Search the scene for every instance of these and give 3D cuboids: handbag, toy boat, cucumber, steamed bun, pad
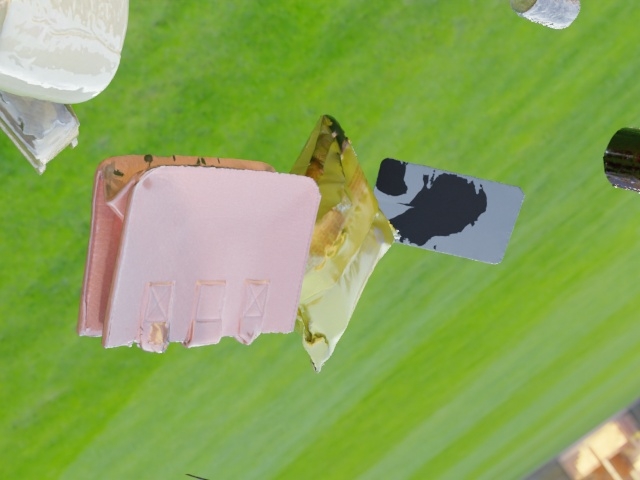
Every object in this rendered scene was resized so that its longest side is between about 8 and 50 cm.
[{"bbox_3d":[-0.098,0.011,1.002,0.212,0.059,0.157,-1,104,-49],"label":"handbag"},{"bbox_3d":[-0.479,-0.278,1.668,0.136,0.445,0.162,-42,-150,-19],"label":"toy boat"},{"bbox_3d":[0.322,-0.346,1.760,0.112,0.064,0.064,9,137,-41],"label":"cucumber"},{"bbox_3d":[-0.292,-0.259,1.146,0.155,0.250,0.200,-6,173,29],"label":"steamed bun"},{"bbox_3d":[0.132,-0.031,1.312,0.003,0.157,0.112,-76,179,-49],"label":"pad"}]

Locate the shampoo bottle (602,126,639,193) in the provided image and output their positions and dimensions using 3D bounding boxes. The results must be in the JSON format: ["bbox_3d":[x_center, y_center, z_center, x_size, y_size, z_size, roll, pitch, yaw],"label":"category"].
[{"bbox_3d":[0.379,-0.052,1.082,0.104,0.278,0.104,-13,111,-39],"label":"shampoo bottle"}]

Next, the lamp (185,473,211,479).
[{"bbox_3d":[-0.160,0.266,1.275,0.054,0.041,0.121,-14,166,28],"label":"lamp"}]

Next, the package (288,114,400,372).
[{"bbox_3d":[0.000,0.000,1.197,0.090,0.168,0.226,-10,-147,35],"label":"package"}]
